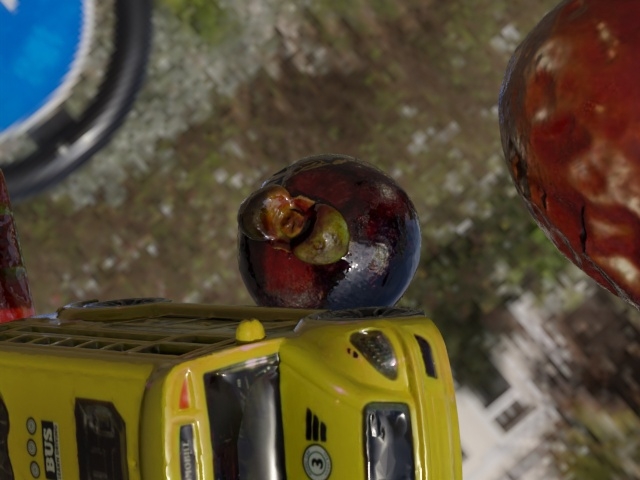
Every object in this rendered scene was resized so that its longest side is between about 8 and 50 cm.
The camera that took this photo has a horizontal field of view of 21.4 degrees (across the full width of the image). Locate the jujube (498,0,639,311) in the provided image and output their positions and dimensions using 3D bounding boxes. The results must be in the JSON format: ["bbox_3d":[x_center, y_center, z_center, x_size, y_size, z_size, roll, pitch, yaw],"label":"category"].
[{"bbox_3d":[0.265,-0.043,1.155,0.223,0.318,0.223,-35,166,-10],"label":"jujube"}]

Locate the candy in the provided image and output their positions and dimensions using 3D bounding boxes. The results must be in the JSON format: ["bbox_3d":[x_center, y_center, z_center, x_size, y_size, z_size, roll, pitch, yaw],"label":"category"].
[{"bbox_3d":[-0.289,0.018,1.416,0.086,0.292,0.059,-14,178,34],"label":"candy"}]

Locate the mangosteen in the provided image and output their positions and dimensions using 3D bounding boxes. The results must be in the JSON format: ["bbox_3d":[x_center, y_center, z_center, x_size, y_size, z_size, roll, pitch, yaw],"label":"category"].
[{"bbox_3d":[0.000,0.000,1.317,0.152,0.152,0.152,-39,175,-5],"label":"mangosteen"}]

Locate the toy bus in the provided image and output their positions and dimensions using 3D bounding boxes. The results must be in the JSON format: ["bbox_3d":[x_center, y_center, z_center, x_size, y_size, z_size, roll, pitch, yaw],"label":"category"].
[{"bbox_3d":[-0.076,0.111,0.944,0.151,0.145,0.331,-6,-176,-41],"label":"toy bus"}]
